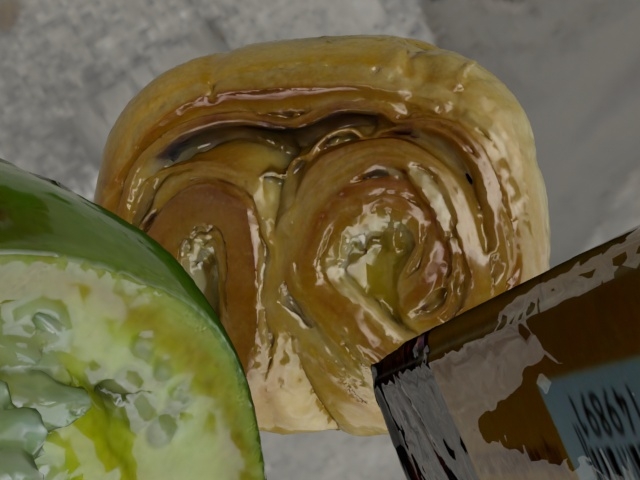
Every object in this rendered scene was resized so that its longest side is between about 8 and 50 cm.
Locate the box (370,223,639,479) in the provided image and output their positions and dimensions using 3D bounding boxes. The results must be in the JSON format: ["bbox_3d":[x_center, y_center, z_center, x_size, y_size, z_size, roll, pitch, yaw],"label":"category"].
[{"bbox_3d":[0.177,0.017,0.458,0.264,0.116,0.415,-24,175,-11],"label":"box"}]

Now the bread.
[{"bbox_3d":[0.000,-0.003,0.822,0.236,0.198,0.120,-1,175,19],"label":"bread"}]

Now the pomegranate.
[{"bbox_3d":[-0.129,0.106,0.582,0.260,0.260,0.341,-37,143,12],"label":"pomegranate"}]
